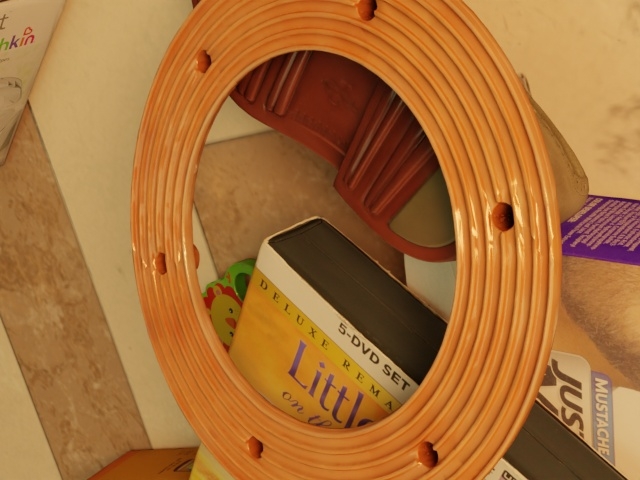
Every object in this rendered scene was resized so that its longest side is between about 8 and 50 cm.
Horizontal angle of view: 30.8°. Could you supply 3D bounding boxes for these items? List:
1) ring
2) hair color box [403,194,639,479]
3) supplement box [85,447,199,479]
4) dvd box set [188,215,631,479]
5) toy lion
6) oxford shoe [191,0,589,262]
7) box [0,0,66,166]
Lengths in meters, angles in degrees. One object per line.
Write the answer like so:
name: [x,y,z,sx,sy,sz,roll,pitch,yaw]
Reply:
ring: [0.000,0.000,0.672,0.337,0.032,0.336,9,102,44]
hair color box: [0.220,0.081,0.697,0.339,0.110,0.185,8,115,34]
supplement box: [-0.115,0.236,1.057,0.233,0.078,0.080,-14,101,42]
dvd box set: [0.030,0.233,0.815,0.307,0.062,0.420,42,134,24]
toy lion: [-0.063,0.058,0.966,0.096,0.034,0.100,29,126,35]
oxford shoe: [0.030,-0.116,0.749,0.348,0.130,0.123,54,129,29]
box: [-0.370,-0.214,1.020,0.262,0.127,0.231,47,134,12]
